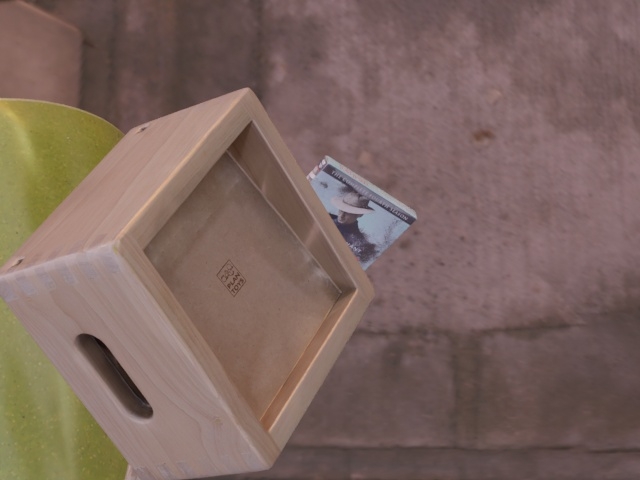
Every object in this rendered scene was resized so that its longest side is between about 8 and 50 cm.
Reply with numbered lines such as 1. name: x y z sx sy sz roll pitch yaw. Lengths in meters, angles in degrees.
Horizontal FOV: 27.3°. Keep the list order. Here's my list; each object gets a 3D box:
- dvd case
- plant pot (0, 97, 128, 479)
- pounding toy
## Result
1. dvd case: 0.000 0.000 0.968 0.119 0.087 0.013 -46 29 24
2. plant pot: -0.219 0.102 0.892 0.274 0.275 0.293 -29 64 18
3. pounding toy: -0.058 0.039 0.542 0.100 0.130 0.141 -13 119 37
